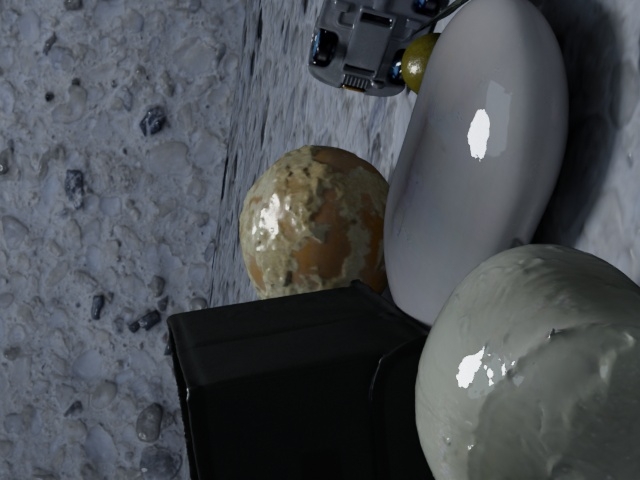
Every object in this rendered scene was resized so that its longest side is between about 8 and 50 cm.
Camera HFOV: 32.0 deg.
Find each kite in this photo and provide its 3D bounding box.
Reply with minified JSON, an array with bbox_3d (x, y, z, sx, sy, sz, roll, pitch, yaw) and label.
[{"bbox_3d":[0.158,-0.232,0.940,0.015,0.141,0.245,53,157,-5],"label":"kite"}]

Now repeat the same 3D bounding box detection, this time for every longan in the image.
[{"bbox_3d":[0.123,-0.181,1.134,0.083,0.075,0.075,-36,29,11],"label":"longan"}]

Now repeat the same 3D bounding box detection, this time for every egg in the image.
[{"bbox_3d":[0.000,0.000,1.295,0.195,0.195,0.233,-100,3,-52],"label":"egg"}]

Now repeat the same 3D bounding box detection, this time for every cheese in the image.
[{"bbox_3d":[0.141,0.099,0.714,0.189,0.154,0.198,-95,16,-60],"label":"cheese"}]

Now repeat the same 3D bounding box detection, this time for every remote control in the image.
[{"bbox_3d":[0.125,-0.052,0.957,0.221,0.104,0.332,-101,21,-48],"label":"remote control"}]

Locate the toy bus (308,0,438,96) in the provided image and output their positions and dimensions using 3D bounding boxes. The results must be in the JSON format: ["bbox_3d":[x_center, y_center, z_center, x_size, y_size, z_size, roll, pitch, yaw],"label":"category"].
[{"bbox_3d":[0.066,-0.285,1.301,0.209,0.126,0.136,110,170,-45],"label":"toy bus"}]

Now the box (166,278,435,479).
[{"bbox_3d":[-0.011,0.235,1.017,0.251,0.205,0.345,-139,42,-74],"label":"box"}]
